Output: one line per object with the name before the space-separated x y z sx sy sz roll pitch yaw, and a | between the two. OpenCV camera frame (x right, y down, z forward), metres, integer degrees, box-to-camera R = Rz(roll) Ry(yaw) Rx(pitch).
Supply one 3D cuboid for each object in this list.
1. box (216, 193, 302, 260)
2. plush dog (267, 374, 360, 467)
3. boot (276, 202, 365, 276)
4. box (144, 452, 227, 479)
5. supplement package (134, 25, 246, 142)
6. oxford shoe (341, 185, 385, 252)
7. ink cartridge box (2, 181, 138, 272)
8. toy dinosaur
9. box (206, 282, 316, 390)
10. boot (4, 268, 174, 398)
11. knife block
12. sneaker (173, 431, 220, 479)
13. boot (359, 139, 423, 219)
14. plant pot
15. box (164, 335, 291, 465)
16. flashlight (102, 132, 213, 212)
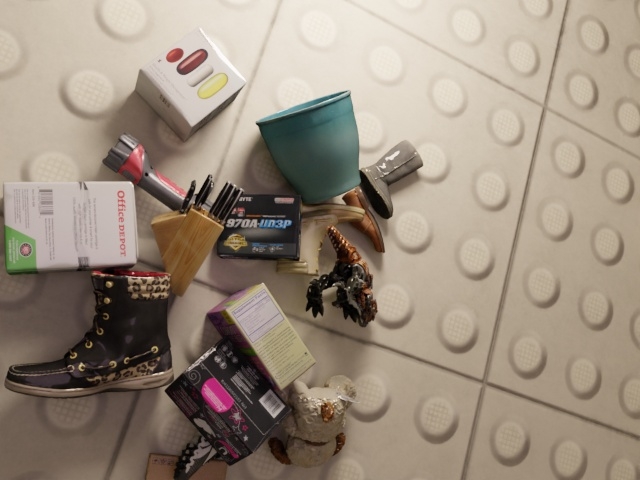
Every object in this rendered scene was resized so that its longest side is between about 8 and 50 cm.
box | -0.161 -0.036 1.688 0.221 0.051 0.175 2 81 7
plush dog | -0.015 0.497 1.660 0.263 0.210 0.225 2 107 -20
boot | 0.000 0.000 1.765 0.262 0.095 0.203 -1 82 -12
box | -0.344 0.629 1.578 0.201 0.021 0.164 13 77 -20
supplement package | -0.344 -0.411 1.668 0.194 0.149 0.203 48 69 -9
oxford shoe | 0.129 -0.051 1.862 0.076 0.076 0.212 -27 95 6
ink cartridge box | -0.600 -0.029 1.518 0.290 0.121 0.210 -2 83 -23
toy dinosaur | 0.066 0.111 1.734 0.321 0.164 0.218 54 45 -12
box | -0.157 0.248 1.607 0.117 0.214 0.242 -35 96 -24
boot | -0.524 0.212 1.472 0.378 0.138 0.283 3 96 -26
knife block | -0.291 -0.021 1.589 0.242 0.088 0.275 -14 106 -5
sneaker | -0.272 0.517 1.583 0.106 0.078 0.234 42 57 -16
boot | 0.231 -0.188 1.920 0.209 0.076 0.189 -30 96 -30
plant pot | -0.008 -0.250 1.733 0.272 0.272 0.255 -26 107 -24
box | -0.225 0.388 1.531 0.247 0.142 0.163 49 45 1
flashlight | -0.409 -0.151 1.635 0.304 0.103 0.103 36 97 -17
